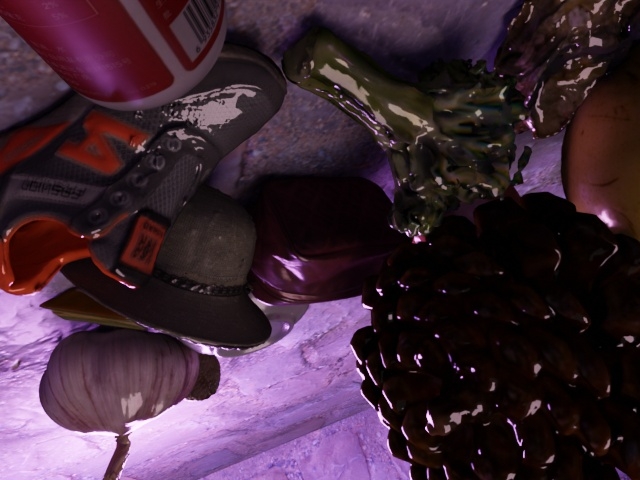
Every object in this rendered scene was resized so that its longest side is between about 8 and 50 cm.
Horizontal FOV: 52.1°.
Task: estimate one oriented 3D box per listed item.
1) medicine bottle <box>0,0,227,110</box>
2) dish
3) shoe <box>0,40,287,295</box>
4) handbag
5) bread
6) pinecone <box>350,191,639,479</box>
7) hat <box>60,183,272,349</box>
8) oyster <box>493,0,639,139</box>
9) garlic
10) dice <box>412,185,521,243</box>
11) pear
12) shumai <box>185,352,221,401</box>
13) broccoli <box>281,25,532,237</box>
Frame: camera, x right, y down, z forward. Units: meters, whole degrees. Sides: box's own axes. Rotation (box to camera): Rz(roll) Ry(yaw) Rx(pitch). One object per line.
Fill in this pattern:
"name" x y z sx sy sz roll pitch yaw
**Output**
"medicine bottle" -0.149 -0.187 0.371 0.131 0.131 0.250 -25 156 3
"dish" -0.121 0.102 1.019 0.256 0.117 0.256 -20 157 -9
"shoe" -0.172 -0.047 0.592 0.336 0.171 0.132 -25 156 5
"handbag" 0.000 0.000 0.880 0.225 0.146 0.135 -7 148 -37
"bread" -0.306 0.071 0.913 0.139 0.084 0.074 4 161 14
"pinecone" 0.255 0.135 0.796 0.398 0.397 0.398 -20 156 -9
"hat" -0.147 0.002 0.730 0.257 0.257 0.130 14 105 -54
"oyster" 0.294 -0.232 0.740 0.221 0.096 0.361 7 140 -38
"garlic" -0.317 0.266 1.023 0.245 0.253 0.245 -4 159 -2
"dice" 0.231 -0.002 1.055 0.174 0.175 0.179 -20 160 -8
"pear" 0.489 -0.110 0.851 0.348 0.348 0.348 -20 156 -9
"shumai" -0.263 0.270 1.285 0.087 0.099 0.124 -21 161 40
"broccoli" 0.079 -0.104 0.696 0.275 0.198 0.177 1 -168 -31
